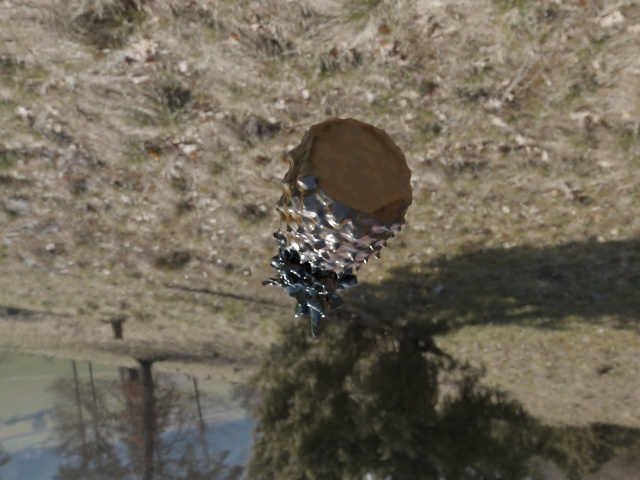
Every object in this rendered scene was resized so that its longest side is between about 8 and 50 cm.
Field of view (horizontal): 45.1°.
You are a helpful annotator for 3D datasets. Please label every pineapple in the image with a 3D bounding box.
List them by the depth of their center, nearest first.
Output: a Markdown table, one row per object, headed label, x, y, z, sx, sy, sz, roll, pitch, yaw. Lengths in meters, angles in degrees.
| label | x | y | z | sx | sy | sz | roll | pitch | yaw |
| --- | --- | --- | --- | --- | --- | --- | --- | --- | --- |
| pineapple | 0.000 | 0.000 | 0.986 | 0.169 | 0.169 | 0.340 | -7 | 151 | -22 |
